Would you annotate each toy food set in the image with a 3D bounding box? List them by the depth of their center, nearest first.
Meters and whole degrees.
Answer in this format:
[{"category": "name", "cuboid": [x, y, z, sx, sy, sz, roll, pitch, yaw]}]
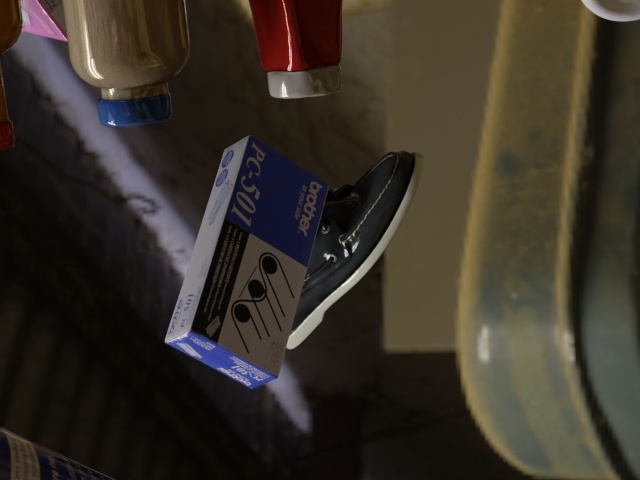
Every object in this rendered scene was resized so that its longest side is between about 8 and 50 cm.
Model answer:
[{"category": "toy food set", "cuboid": [-0.027, -0.098, 0.508, 0.232, 0.111, 0.104, -15, -75, -40]}]

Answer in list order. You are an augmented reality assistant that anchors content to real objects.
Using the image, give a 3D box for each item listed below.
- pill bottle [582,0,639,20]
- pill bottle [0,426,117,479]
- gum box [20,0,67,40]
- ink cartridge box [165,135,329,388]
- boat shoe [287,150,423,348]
[{"category": "pill bottle", "cuboid": [0.216, -0.241, 1.087, 0.160, 0.087, 0.087, -101, -11, -51]}, {"category": "pill bottle", "cuboid": [-0.114, 0.198, 0.717, 0.264, 0.153, 0.153, 30, -125, -26]}, {"category": "gum box", "cuboid": [-0.310, -0.291, 1.472, 0.062, 0.107, 0.188, -48, -54, -19]}, {"category": "ink cartridge box", "cuboid": [-0.063, 0.018, 1.287, 0.097, 0.046, 0.207, 32, -125, -26]}, {"category": "boat shoe", "cuboid": [0.000, -0.002, 1.781, 0.113, 0.340, 0.127, 29, -138, -14]}]
